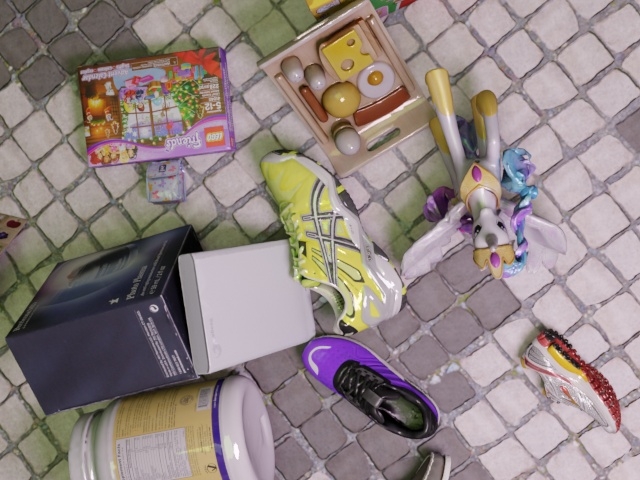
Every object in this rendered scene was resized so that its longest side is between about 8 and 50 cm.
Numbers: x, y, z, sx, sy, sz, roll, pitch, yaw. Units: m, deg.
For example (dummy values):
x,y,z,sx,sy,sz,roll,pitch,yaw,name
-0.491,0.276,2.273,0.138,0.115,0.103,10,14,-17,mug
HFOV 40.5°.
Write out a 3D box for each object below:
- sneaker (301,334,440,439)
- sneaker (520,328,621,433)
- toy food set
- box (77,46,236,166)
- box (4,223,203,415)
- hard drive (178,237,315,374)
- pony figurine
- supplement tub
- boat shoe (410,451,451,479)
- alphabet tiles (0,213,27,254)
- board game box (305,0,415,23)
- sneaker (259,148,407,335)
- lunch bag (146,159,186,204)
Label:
x,y,z,sx,sy,sz,roll,pitch,yaw,name
0.094,0.273,1.611,0.293,0.146,0.102,30,96,6,sneaker
0.463,0.267,1.595,0.225,0.088,0.093,47,118,5,sneaker
0.055,-0.266,1.551,0.220,0.306,0.092,-31,44,9,toy food set
-0.320,-0.258,1.702,0.293,0.057,0.200,-6,92,9,box
-0.363,0.137,1.584,0.294,0.296,0.182,-16,113,9,box
-0.123,0.108,1.566,0.040,0.308,0.203,-8,91,35,hard drive
0.267,-0.072,1.504,0.303,0.351,0.363,-10,72,6,pony figurine
-0.273,0.395,1.627,0.331,0.241,0.241,-12,90,10,supplement tub
0.148,0.524,1.632,0.091,0.109,0.305,27,100,2,boat shoe
-0.739,-0.005,1.724,0.237,0.198,0.009,13,133,8,alphabet tiles
0.132,-0.471,1.530,0.317,0.242,0.064,-23,87,10,board game box
0.000,0.000,1.597,0.147,0.145,0.384,-34,84,-23,sneaker
-0.305,-0.116,1.708,0.071,0.053,0.083,-4,82,8,lunch bag
